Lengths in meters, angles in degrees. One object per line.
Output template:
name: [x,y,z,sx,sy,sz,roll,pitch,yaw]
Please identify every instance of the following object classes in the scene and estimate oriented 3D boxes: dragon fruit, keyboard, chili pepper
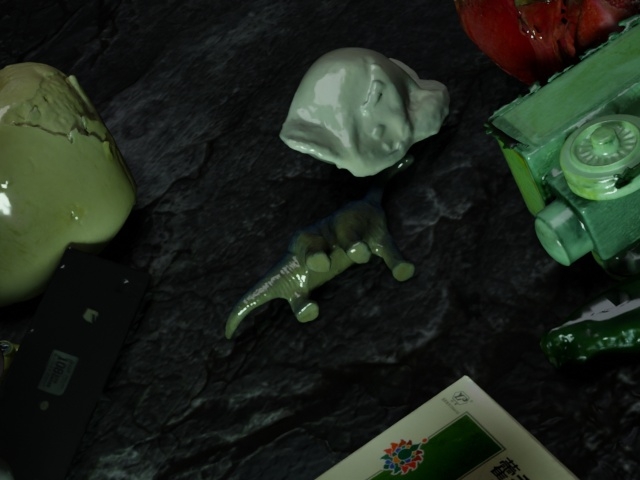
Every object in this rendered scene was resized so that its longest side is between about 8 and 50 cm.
dragon fruit: [0.267,-0.292,1.548,0.295,0.296,0.302,-23,48,3]
keyboard: [-0.253,0.137,1.508,0.106,0.027,0.317,21,46,-1]
chili pepper: [0.290,0.057,1.312,0.216,0.062,0.108,-26,37,1]

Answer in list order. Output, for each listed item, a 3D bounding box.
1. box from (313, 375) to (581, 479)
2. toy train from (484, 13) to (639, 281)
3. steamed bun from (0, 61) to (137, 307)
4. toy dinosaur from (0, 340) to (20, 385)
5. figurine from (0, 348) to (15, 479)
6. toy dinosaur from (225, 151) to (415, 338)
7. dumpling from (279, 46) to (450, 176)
box: [0.117,0.226,1.180,0.168,0.095,0.212,-32,38,-13]
toy train: [0.297,-0.089,1.404,0.271,0.159,0.188,-34,40,-4]
steamed bun: [-0.344,-0.051,1.647,0.273,0.232,0.166,-27,34,-5]
toy dinosaur: [-0.343,0.132,1.550,0.259,0.094,0.153,-29,49,-27]
figurine: [-0.340,0.180,1.251,0.218,0.365,0.206,-18,49,5]
toy dinosaur: [0.000,0.000,1.555,0.247,0.075,0.188,-29,28,4]
dumpling: [0.051,-0.134,1.625,0.151,0.124,0.229,20,41,18]
